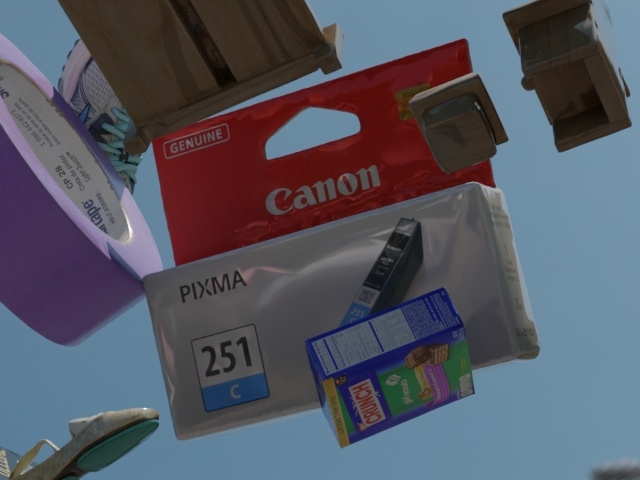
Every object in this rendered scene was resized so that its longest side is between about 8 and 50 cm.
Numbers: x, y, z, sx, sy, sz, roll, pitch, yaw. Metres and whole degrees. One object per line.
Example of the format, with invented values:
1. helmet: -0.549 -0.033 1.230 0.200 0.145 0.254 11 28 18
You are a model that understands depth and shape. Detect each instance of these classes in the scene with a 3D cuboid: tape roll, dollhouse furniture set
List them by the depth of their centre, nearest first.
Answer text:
1. dollhouse furniture set: -0.036 -0.161 1.140 0.355 0.174 0.303 -20 -61 15
2. tape roll: -0.245 -0.049 1.593 0.090 0.275 0.275 -36 -35 7

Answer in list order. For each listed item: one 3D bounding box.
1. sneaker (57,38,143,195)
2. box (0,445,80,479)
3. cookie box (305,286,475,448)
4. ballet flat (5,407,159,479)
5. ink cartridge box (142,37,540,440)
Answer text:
1. sneaker: -0.194 -0.091 1.776 0.110 0.122 0.283 13 -56 -46
2. box: -0.359 0.292 2.065 0.242 0.307 0.076 28 -86 -18
3. cookie box: 0.050 0.091 1.364 0.107 0.040 0.092 -21 -38 -6
4. ballet flat: -0.217 0.184 1.672 0.168 0.052 0.057 -36 -23 4
5. ink cartridge box: 0.000 0.000 1.514 0.296 0.261 0.066 -16 -10 22
